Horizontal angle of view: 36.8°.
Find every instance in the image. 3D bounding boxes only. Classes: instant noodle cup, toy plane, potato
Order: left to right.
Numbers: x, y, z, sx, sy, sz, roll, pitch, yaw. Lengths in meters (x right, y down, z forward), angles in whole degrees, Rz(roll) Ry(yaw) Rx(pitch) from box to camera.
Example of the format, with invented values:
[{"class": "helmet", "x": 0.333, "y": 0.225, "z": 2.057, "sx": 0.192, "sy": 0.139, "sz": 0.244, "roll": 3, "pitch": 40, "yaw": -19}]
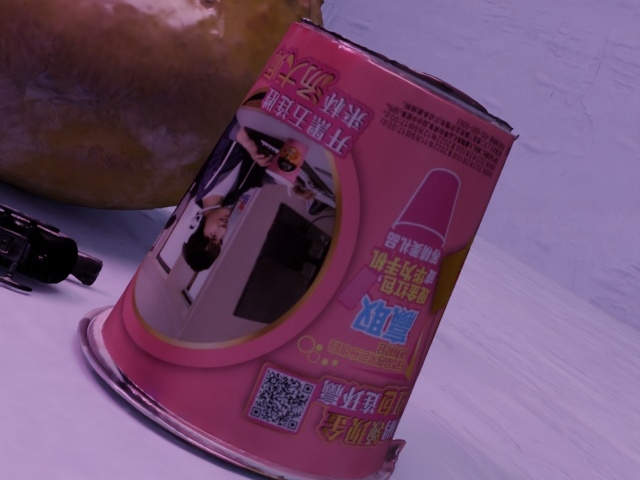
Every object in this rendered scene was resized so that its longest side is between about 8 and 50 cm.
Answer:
[{"class": "toy plane", "x": -0.250, "y": -0.013, "z": 0.686, "sx": 0.197, "sy": 0.053, "sz": 0.078, "roll": 25, "pitch": 1, "yaw": -12}, {"class": "potato", "x": -0.203, "y": -0.207, "z": 0.894, "sx": 0.442, "sy": 0.385, "sz": 0.319, "roll": 11, "pitch": 28, "yaw": -15}, {"class": "instant noodle cup", "x": 0.000, "y": 0.000, "z": 0.642, "sx": 0.244, "sy": 0.255, "sz": 0.244, "roll": 28, "pitch": 9, "yaw": -5}]
